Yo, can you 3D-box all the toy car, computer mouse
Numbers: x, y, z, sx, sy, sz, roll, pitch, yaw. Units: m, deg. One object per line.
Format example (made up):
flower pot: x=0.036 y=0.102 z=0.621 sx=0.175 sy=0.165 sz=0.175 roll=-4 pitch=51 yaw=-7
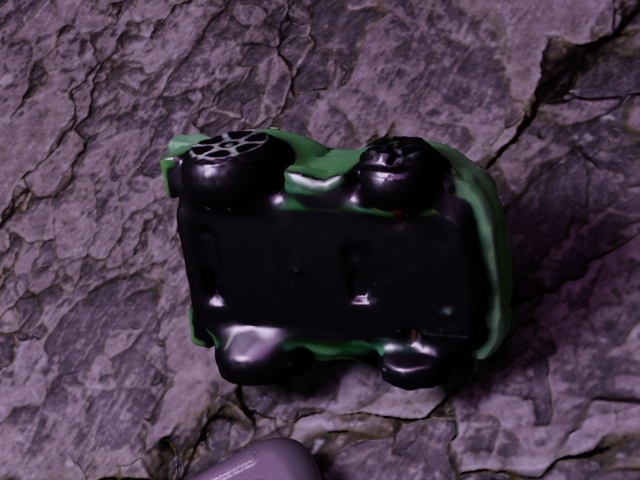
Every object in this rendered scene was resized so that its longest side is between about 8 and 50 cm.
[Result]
toy car: x=0.000 y=0.000 z=1.385 sx=0.358 sy=0.213 sz=0.176 roll=1 pitch=23 yaw=25
computer mouse: x=-0.099 y=0.254 z=1.341 sx=0.232 sy=0.057 sz=0.120 roll=-29 pitch=48 yaw=4
